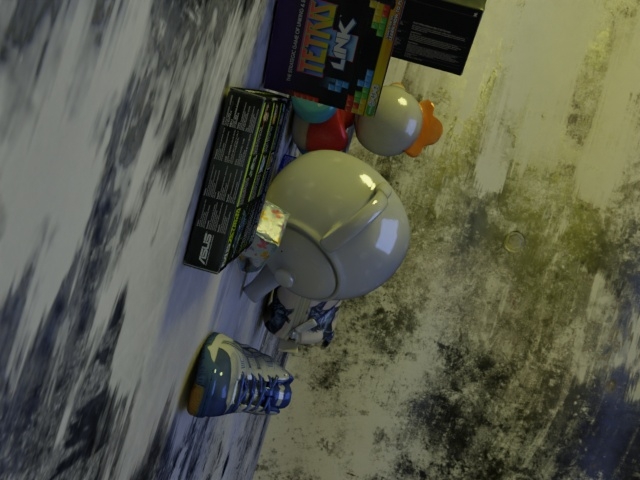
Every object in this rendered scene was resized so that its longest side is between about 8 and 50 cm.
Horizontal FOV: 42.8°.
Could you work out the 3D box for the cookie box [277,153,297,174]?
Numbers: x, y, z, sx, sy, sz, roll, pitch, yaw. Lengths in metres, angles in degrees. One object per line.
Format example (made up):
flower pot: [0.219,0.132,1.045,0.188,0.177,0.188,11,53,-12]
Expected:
cookie box: [-0.016,-0.092,1.365,0.092,0.107,0.040,100,8,-63]

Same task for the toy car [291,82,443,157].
toy car: [0.086,-0.222,1.322,0.219,0.238,0.210,92,15,-77]

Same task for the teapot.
teapot: [0.000,0.000,1.222,0.187,0.253,0.256,-46,142,-35]

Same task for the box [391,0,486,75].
box: [0.192,-0.464,1.664,0.184,0.261,0.103,101,7,-60]

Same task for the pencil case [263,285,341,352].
pencil case: [-0.008,0.030,1.629,0.183,0.160,0.410,-93,-167,-52]

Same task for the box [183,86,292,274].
box: [-0.087,-0.072,0.905,0.184,0.045,0.190,-46,153,-77]

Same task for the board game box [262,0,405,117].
board game box: [0.017,-0.241,0.946,0.048,0.141,0.170,-73,177,-54]

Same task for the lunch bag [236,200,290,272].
lunch bag: [-0.086,-0.002,1.131,0.083,0.053,0.071,-51,-165,45]

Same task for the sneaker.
sneaker: [-0.103,0.199,1.172,0.296,0.131,0.111,16,93,-85]
